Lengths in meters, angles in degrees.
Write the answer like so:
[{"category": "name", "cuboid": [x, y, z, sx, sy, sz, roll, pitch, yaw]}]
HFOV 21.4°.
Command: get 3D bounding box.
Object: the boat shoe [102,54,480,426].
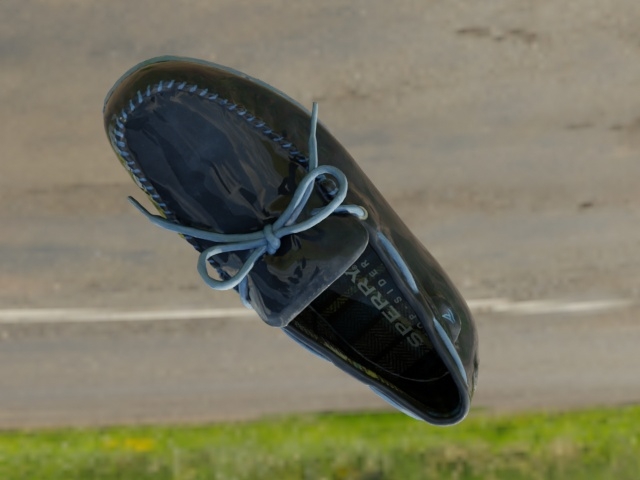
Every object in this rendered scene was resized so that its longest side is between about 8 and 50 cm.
[{"category": "boat shoe", "cuboid": [0.000, 0.000, 0.877, 0.258, 0.089, 0.109, 35, 110, -23]}]
